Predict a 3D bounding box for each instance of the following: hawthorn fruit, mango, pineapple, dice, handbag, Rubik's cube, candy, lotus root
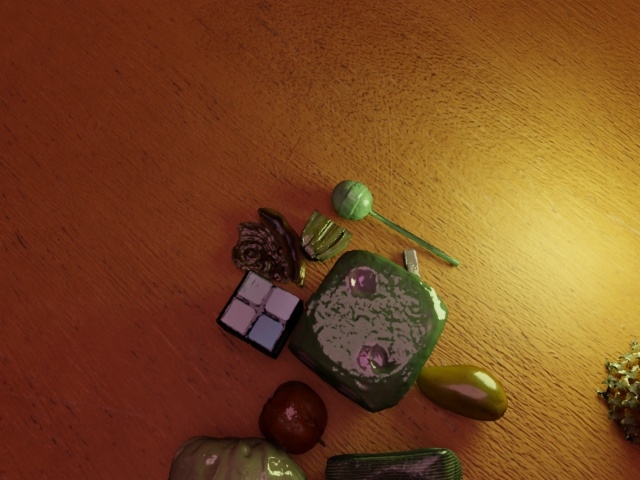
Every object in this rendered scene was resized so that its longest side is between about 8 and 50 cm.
[{"bbox_3d":[-0.058,0.474,1.432,0.200,0.179,0.179,45,76,2],"label":"hawthorn fruit"},{"bbox_3d":[0.387,0.404,1.500,0.253,0.113,0.139,16,76,11],"label":"mango"},{"bbox_3d":[0.941,0.400,1.427,0.352,0.300,0.353,-1,68,3],"label":"pineapple"},{"bbox_3d":[0.119,0.238,1.435,0.318,0.322,0.330,32,72,9],"label":"dice"},{"bbox_3d":[0.185,0.638,1.342,0.340,0.247,0.240,-9,71,10],"label":"handbag"},{"bbox_3d":[-0.160,0.207,1.509,0.180,0.183,0.167,29,75,5],"label":"Rubik's cube"},{"bbox_3d":[0.227,-0.040,1.652,0.439,0.119,0.119,32,74,2],"label":"candy"},{"bbox_3d":[-0.002,0.000,1.637,0.143,0.070,0.144,41,66,7],"label":"lotus root"}]

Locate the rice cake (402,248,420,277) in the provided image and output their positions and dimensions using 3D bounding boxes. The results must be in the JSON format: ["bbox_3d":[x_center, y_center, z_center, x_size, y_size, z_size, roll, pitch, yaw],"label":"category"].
[{"bbox_3d":[0.279,0.125,1.625,0.047,0.036,0.207,-7,72,-1],"label":"rice cake"}]

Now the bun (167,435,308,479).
[{"bbox_3d":[-0.185,0.576,1.310,0.359,0.360,0.211,15,69,3],"label":"bun"}]

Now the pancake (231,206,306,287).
[{"bbox_3d":[-0.137,0.012,1.639,0.257,0.056,0.213,20,72,5],"label":"pancake"}]
